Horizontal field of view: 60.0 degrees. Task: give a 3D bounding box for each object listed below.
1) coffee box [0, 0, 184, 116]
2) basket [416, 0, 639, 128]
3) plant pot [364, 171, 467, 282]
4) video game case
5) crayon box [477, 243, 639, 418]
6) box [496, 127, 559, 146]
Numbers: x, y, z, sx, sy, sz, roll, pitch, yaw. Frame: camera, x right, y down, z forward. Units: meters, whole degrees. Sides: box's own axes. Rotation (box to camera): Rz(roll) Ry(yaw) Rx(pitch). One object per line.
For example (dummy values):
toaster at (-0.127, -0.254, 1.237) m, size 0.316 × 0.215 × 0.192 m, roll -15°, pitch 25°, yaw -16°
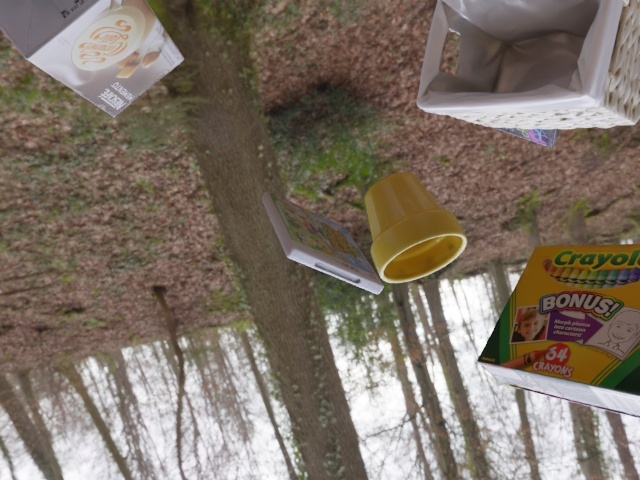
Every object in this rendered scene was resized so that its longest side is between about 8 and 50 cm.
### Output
coffee box at (-0.278, -0.261, 0.691) m, size 0.141 × 0.098 × 0.246 m, roll -39°, pitch 179°, yaw -2°
basket at (0.182, -0.155, 0.470) m, size 0.103 × 0.113 × 0.167 m, roll 10°, pitch -177°, yaw -37°
plant pot at (0.237, -0.046, 1.529) m, size 0.254 × 0.239 × 0.254 m, roll -17°, pitch 153°, yaw -9°
video game case at (0.000, 0.000, 0.991) m, size 0.023 × 0.193 × 0.212 m, roll -56°, pitch -150°, yaw 17°
crayon box at (0.531, 0.156, 1.078) m, size 0.363 × 0.106 × 0.313 m, roll -3°, pitch -131°, yaw 58°
box at (0.349, -0.240, 0.991) m, size 0.162 × 0.116 × 0.029 m, roll 30°, pitch -114°, yaw 30°
